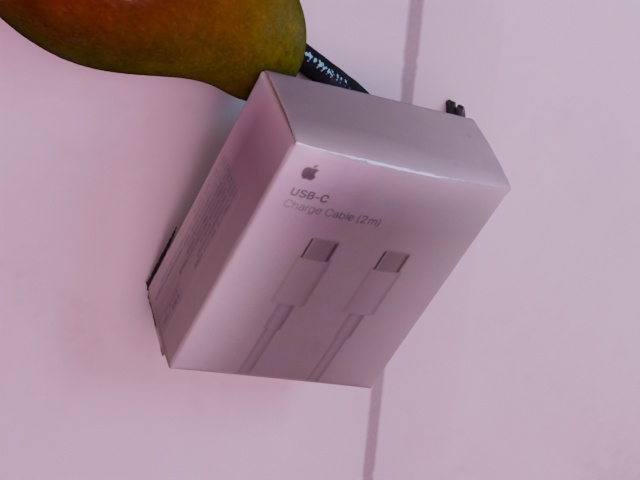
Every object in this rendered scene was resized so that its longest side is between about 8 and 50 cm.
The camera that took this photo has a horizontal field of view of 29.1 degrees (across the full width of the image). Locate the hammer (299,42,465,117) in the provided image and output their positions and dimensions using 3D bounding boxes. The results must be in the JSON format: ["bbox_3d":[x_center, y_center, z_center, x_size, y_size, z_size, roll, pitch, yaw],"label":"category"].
[{"bbox_3d":[0.036,-0.126,1.074,0.246,0.029,0.103,37,92,-32],"label":"hammer"}]

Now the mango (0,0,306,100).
[{"bbox_3d":[-0.125,-0.191,0.905,0.289,0.129,0.146,10,100,-33],"label":"mango"}]

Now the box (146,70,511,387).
[{"bbox_3d":[0.000,0.000,1.015,0.203,0.106,0.252,11,127,-30],"label":"box"}]
